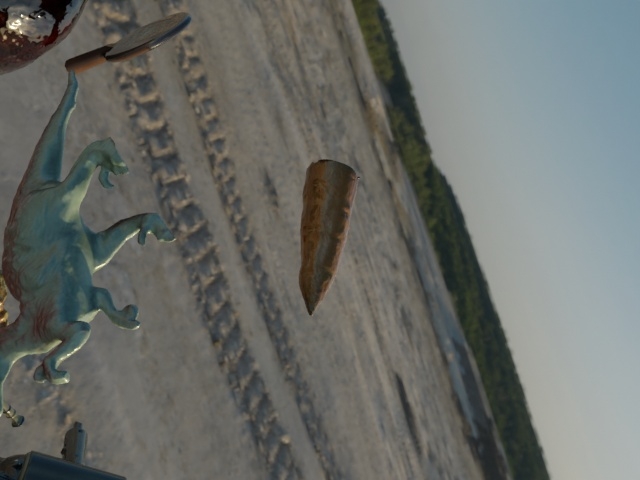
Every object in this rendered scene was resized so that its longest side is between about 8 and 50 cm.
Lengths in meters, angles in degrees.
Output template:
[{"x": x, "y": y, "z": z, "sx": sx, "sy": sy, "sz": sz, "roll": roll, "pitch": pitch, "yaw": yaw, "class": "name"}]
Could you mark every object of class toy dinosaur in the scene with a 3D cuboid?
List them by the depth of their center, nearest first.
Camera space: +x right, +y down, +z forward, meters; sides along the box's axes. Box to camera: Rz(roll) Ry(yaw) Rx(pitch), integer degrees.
[{"x": -0.195, "y": -0.011, "z": 0.590, "sx": 0.053, "sy": 0.167, "sz": 0.242, "roll": 63, "pitch": 7, "yaw": -73, "class": "toy dinosaur"}]

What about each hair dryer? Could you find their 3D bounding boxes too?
[{"x": -0.397, "y": 0.326, "z": 1.238, "sx": 0.195, "sy": 0.078, "sz": 0.248, "roll": 24, "pitch": 5, "yaw": -17, "class": "hair dryer"}]

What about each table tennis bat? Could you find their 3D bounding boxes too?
[{"x": -0.206, "y": -0.189, "z": 0.987, "sx": 0.107, "sy": 0.169, "sz": 0.119, "roll": -71, "pitch": 141, "yaw": -54, "class": "table tennis bat"}]

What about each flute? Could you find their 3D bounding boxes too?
[{"x": -0.579, "y": 0.254, "z": 1.425, "sx": 0.027, "sy": 0.027, "sz": 0.233, "roll": -100, "pitch": 173, "yaw": -45, "class": "flute"}]

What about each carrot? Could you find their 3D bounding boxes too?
[{"x": 0.000, "y": 0.000, "z": 1.042, "sx": 0.072, "sy": 0.072, "sz": 0.205, "roll": 60, "pitch": 36, "yaw": -57, "class": "carrot"}]

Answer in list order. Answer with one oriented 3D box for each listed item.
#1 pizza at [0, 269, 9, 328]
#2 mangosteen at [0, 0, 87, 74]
[{"x": -0.420, "y": 0.084, "z": 0.998, "sx": 0.175, "sy": 0.134, "sz": 0.046, "roll": 56, "pitch": 26, "yaw": 5, "class": "pizza"}, {"x": -0.409, "y": -0.339, "z": 0.903, "sx": 0.359, "sy": 0.306, "sz": 0.306, "roll": 170, "pitch": -98, "yaw": -88, "class": "mangosteen"}]
